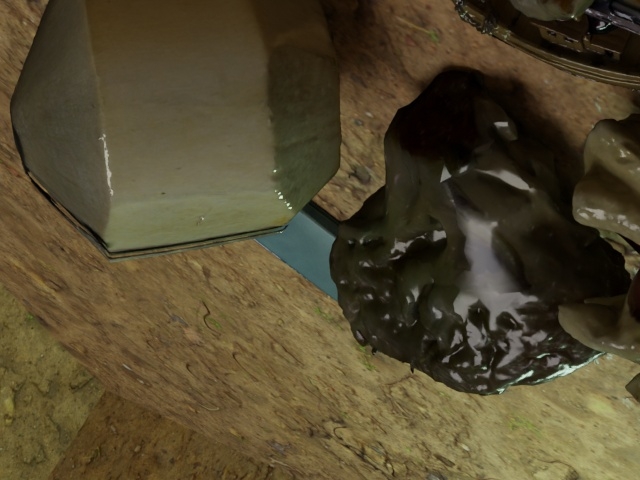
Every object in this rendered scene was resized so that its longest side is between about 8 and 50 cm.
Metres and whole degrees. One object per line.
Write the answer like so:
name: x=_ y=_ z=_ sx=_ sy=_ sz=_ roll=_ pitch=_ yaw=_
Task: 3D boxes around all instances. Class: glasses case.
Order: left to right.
glasses case: x=0.000 y=0.000 z=1.682 sx=0.266 sy=0.056 sz=0.105 roll=37 pitch=134 yaw=-14

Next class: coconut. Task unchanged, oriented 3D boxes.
coconut: x=-0.141 y=-0.133 z=1.174 sx=0.323 sy=0.323 sz=0.323 roll=27 pitch=159 yaw=11

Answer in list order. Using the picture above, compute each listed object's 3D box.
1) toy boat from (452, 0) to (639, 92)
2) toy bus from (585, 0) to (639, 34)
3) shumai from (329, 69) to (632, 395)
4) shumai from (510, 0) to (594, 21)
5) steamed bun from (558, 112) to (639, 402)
toy boat: x=0.200 y=-0.168 z=0.978 sx=0.206 sy=0.064 sz=0.072 roll=23 pitch=174 yaw=21
toy bus: x=0.249 y=-0.172 z=0.785 sx=0.317 sy=0.138 sz=0.112 roll=26 pitch=-167 yaw=18
shumai: x=0.135 y=-0.001 z=1.242 sx=0.346 sy=0.217 sz=0.283 roll=21 pitch=157 yaw=33
shumai: x=0.163 y=-0.203 z=0.654 sx=0.120 sy=0.201 sz=0.201 roll=7 pitch=162 yaw=-11
steamed bun: x=0.360 y=0.085 z=1.075 sx=0.428 sy=0.189 sz=0.247 roll=38 pitch=-179 yaw=4
